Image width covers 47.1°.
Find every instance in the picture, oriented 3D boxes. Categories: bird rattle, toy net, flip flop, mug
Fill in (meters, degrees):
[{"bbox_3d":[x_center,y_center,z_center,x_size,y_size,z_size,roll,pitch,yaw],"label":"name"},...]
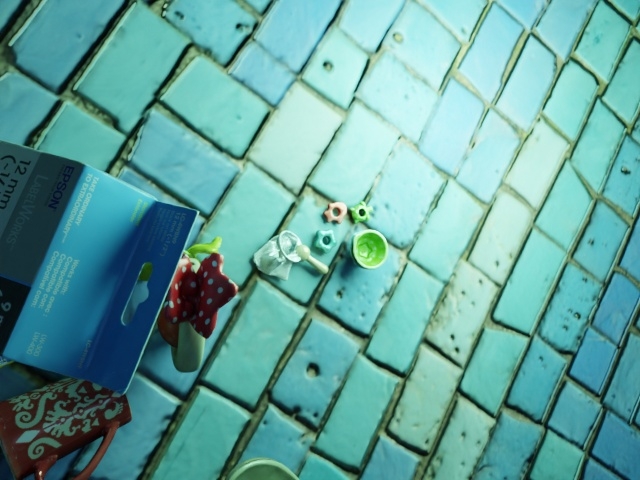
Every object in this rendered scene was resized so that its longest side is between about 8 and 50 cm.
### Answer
[{"bbox_3d":[-0.182,0.090,1.048,0.143,0.253,0.207,-6,114,-24],"label":"bird rattle"},{"bbox_3d":[0.000,0.000,1.232,0.232,0.045,0.122,-8,92,-25],"label":"toy net"},{"bbox_3d":[-0.042,0.450,1.174,0.277,0.080,0.112,47,70,-16],"label":"flip flop"},{"bbox_3d":[-0.353,0.263,1.023,0.169,0.113,0.150,-22,86,-28],"label":"mug"}]

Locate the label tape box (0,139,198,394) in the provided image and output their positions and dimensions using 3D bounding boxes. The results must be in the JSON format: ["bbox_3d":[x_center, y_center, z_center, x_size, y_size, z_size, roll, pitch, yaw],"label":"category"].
[{"bbox_3d":[-0.360,0.018,0.919,0.249,0.347,0.115,-70,157,-11],"label":"label tape box"}]

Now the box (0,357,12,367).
[{"bbox_3d":[-0.402,0.124,1.036,0.168,0.054,0.059,-24,98,-24],"label":"box"}]
